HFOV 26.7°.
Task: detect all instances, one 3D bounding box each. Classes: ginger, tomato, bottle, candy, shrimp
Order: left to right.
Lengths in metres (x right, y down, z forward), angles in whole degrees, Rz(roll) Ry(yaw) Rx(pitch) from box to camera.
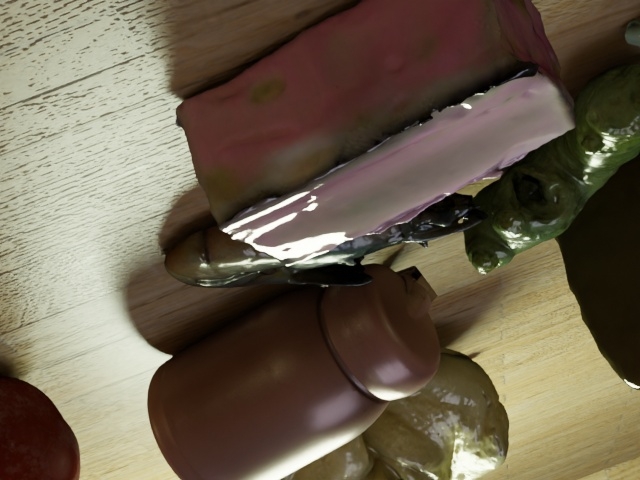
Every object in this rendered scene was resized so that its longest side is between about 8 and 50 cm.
[{"bbox_3d":[-0.317,0.222,1.347,0.151,0.187,0.187,-38,164,-17],"label":"tomato"},{"bbox_3d":[-0.018,0.134,1.422,0.297,0.173,0.206,-33,-173,24],"label":"bottle"},{"bbox_3d":[0.002,0.008,1.251,0.289,0.075,0.178,-17,167,-11],"label":"shrimp"},{"bbox_3d":[0.044,-0.088,0.985,0.265,0.116,0.155,-28,158,18],"label":"candy"},{"bbox_3d":[0.219,-0.063,1.219,0.137,0.089,0.290,-22,164,-45],"label":"ginger"}]

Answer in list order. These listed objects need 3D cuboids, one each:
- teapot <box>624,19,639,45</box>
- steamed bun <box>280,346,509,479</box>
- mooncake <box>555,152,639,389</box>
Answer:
[{"bbox_3d":[0.374,-0.158,1.107,0.232,0.159,0.159,2,152,-20],"label":"teapot"},{"bbox_3d":[0.055,0.291,1.760,0.372,0.230,0.325,-11,150,-12],"label":"steamed bun"},{"bbox_3d":[0.412,0.031,1.426,0.393,0.246,0.394,-12,159,-17],"label":"mooncake"}]
